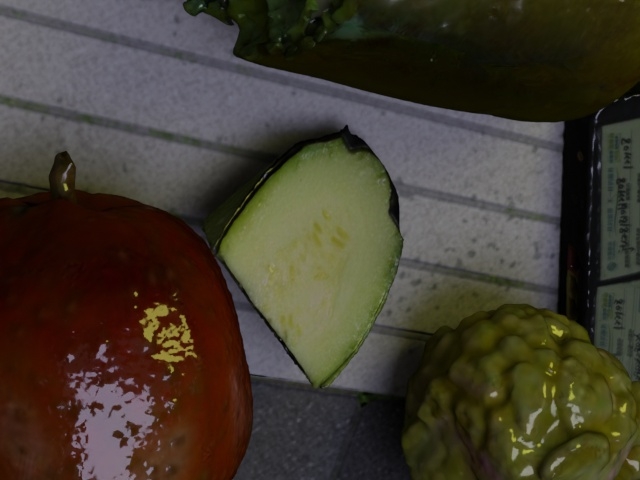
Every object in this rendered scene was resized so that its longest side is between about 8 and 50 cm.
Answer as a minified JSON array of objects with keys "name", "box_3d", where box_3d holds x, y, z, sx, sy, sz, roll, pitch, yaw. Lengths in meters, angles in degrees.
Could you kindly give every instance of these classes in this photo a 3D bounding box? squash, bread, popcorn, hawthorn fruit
[{"name":"squash","box_3d":[-0.019,0.000,1.248,0.184,0.085,0.192,-53,129,-27]},{"name":"bread","box_3d":[0.106,-0.216,1.122,0.376,0.208,0.251,9,114,-30]},{"name":"popcorn","box_3d":[0.185,0.177,1.312,0.212,0.259,0.259,-24,122,-33]},{"name":"hawthorn fruit","box_3d":[-0.181,0.084,1.101,0.275,0.275,0.300,-5,100,-21]}]

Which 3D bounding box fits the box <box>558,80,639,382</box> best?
[{"name":"box","box_3d":[0.325,0.010,1.399,0.211,0.058,0.350,-10,117,-16]}]
